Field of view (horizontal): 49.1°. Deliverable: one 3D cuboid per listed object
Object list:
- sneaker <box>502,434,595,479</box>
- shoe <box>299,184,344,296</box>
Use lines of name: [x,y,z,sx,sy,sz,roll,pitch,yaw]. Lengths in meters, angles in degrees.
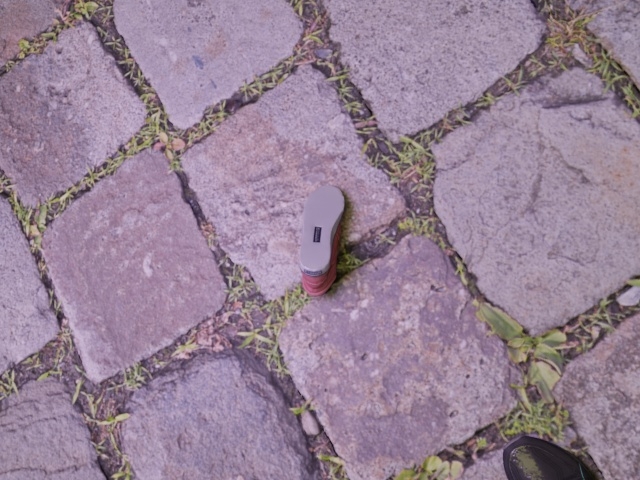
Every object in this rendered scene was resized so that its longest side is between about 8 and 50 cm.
sneaker: [0.344,0.369,0.916,0.101,0.106,0.267,-43,70,6]
shoe: [0.000,0.000,1.112,0.063,0.081,0.178,6,52,6]
